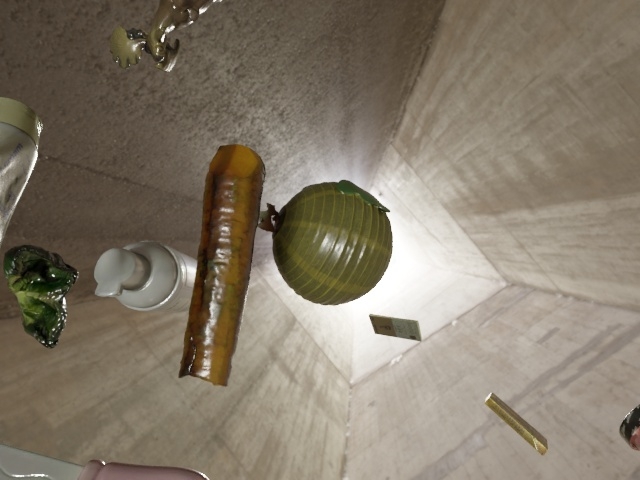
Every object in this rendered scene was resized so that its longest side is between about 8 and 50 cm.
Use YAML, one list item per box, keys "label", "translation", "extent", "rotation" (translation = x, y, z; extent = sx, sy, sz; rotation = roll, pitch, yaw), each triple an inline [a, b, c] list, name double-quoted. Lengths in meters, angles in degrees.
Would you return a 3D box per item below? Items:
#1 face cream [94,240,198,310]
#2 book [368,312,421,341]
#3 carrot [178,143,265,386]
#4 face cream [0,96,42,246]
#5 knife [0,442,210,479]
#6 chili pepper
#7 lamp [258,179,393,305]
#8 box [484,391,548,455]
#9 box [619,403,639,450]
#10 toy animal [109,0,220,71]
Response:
- label: "face cream"
  translation: [-0.346, 0.073, 0.865]
  extent: [0.145, 0.145, 0.370]
  rotation: [-39, 173, -8]
- label: "book"
  translation: [0.300, 0.349, 1.689]
  extent: [0.198, 0.138, 0.016]
  rotation: [4, -133, 26]
- label: "carrot"
  translation: [-0.106, 0.023, 0.462]
  extent: [0.070, 0.070, 0.260]
  rotation: [130, -34, -77]
- label: "face cream"
  translation: [-0.361, -0.054, 0.465]
  extent: [0.070, 0.224, 0.114]
  rotation: [-1, 147, -21]
- label: "knife"
  translation: [-0.273, 0.248, 0.423]
  extent: [0.043, 0.335, 0.081]
  rotation: [112, -9, -52]
- label: "chili pepper"
  translation: [-0.693, 0.118, 1.051]
  extent: [0.116, 0.148, 0.265]
  rotation: [-34, 134, -53]
- label: "lamp"
  translation: [0.000, 0.000, 0.822]
  extent: [0.250, 0.284, 0.250]
  rotation: [-45, -145, 44]
- label: "box"
  translation: [0.462, 0.428, 0.997]
  extent: [0.022, 0.156, 0.089]
  rotation: [-54, 152, 10]
- label: "box"
  translation: [0.701, 0.394, 0.820]
  extent: [0.151, 0.151, 0.135]
  rotation: [-40, -150, 9]
- label: "toy animal"
  translation: [-0.216, -0.338, 0.639]
  extent: [0.214, 0.094, 0.186]
  rotation: [-49, -151, -15]
